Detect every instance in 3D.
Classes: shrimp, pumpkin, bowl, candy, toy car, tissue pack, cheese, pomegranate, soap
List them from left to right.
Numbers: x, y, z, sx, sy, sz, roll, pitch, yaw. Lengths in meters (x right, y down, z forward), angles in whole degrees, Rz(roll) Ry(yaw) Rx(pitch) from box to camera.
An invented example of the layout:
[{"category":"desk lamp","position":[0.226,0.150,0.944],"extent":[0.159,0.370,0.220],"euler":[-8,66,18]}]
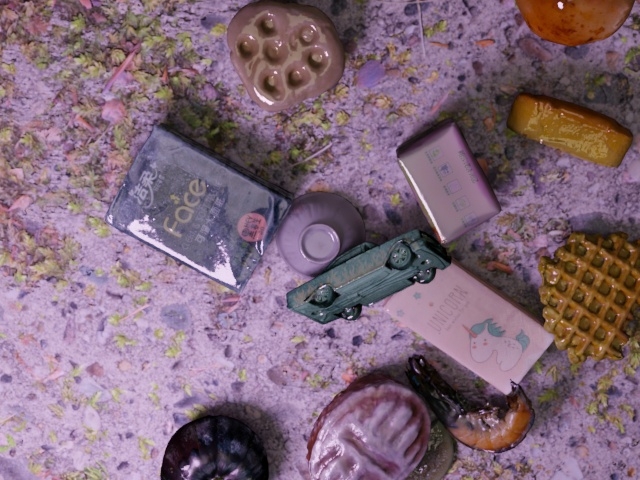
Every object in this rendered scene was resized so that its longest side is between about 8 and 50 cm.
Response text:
[{"category":"tissue pack","position":[-0.241,-0.065,1.850],"extent":[0.315,0.103,0.228],"euler":[29,100,-5]},{"category":"pumpkin","position":[-0.223,0.482,1.929],"extent":[0.233,0.163,0.233],"euler":[-2,105,-9]},{"category":"cheese","position":[-0.071,-0.358,1.780],"extent":[0.235,0.117,0.218],"euler":[29,102,-5]},{"category":"bowl","position":[0.000,0.000,1.866],"extent":[0.189,0.086,0.189],"euler":[0,102,2]},{"category":"toy car","position":[0.090,0.069,1.820],"extent":[0.320,0.141,0.097],"euler":[-28,57,23]},{"category":"candy","position":[0.096,0.411,1.910],"extent":[0.214,0.157,0.289],"euler":[40,95,-11]},{"category":"soap","position":[0.244,-0.120,1.785],"extent":[0.138,0.182,0.199],"euler":[-28,99,7]},{"category":"tissue pack","position":[0.305,0.161,1.896],"extent":[0.325,0.071,0.170],"euler":[34,101,-4]},{"category":"shrimp","position":[0.310,0.322,1.892],"extent":[0.290,0.054,0.222],"euler":[44,133,-5]},{"category":"pomegranate","position":[0.470,-0.479,1.687],"extent":[0.248,0.248,0.248],"euler":[0,101,2]}]

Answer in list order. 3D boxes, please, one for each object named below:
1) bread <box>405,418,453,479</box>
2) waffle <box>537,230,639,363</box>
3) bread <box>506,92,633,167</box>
[{"category":"bread","position":[0.217,0.483,1.982],"extent":[0.193,0.036,0.112],"euler":[-41,99,9]},{"category":"waffle","position":[0.567,0.111,1.862],"extent":[0.291,0.051,0.291],"euler":[0,90,-8]},{"category":"bread","position":[0.489,-0.222,1.802],"extent":[0.245,0.102,0.094],"euler":[19,108,-1]}]
